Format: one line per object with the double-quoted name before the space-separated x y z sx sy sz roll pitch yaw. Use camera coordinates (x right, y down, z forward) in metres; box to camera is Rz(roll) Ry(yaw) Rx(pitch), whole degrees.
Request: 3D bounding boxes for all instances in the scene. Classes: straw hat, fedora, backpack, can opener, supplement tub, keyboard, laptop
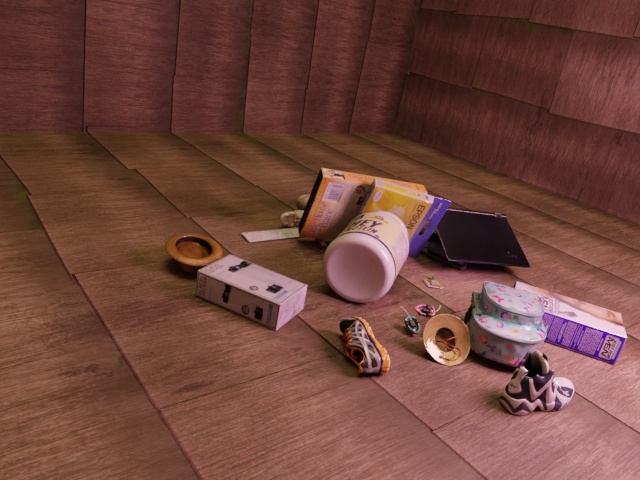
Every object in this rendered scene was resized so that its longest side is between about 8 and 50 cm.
"straw hat" 0.350 0.284 1.508 0.145 0.144 0.061 9 -17 -2
"fedora" -0.416 0.051 1.733 0.195 0.079 0.194 11 28 -6
"backpack" 0.541 0.247 1.549 0.225 0.191 0.253 15 28 11
"can opener" 0.442 0.055 2.120 0.284 0.076 0.095 26 60 33
"supplement tub" 0.165 0.041 1.782 0.236 0.235 0.325 16 26 15
"keyboard" -0.181 -0.023 2.087 0.256 0.014 0.072 -7 28 -34
"laptop" 0.576 -0.008 2.198 0.382 0.236 0.408 6 -7 -20

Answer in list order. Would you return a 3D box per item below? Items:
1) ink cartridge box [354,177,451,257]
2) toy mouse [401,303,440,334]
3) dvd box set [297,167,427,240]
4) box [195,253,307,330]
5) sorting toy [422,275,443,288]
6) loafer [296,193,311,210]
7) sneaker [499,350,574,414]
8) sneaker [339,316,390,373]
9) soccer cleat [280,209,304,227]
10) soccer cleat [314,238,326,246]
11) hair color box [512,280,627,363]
"ink cartridge box" 0.285 -0.061 1.976 0.307 0.303 0.072 17 39 -8
"toy mouse" 0.302 0.241 1.604 0.143 0.031 0.161 25 51 15
"dvd box set" 0.155 -0.113 2.028 0.421 0.307 0.062 7 43 -18
"box" -0.207 0.147 1.581 0.290 0.087 0.169 20 24 22
"sorting toy" 0.405 0.148 1.928 0.062 0.012 0.083 4 24 -12
"loafer" 0.028 -0.165 2.412 0.269 0.101 0.092 -10 30 -20
"sneaker" 0.572 0.347 1.348 0.235 0.153 0.094 0 26 -21
"sneaker" 0.100 0.276 1.417 0.083 0.084 0.215 -7 29 -25
"soccer cleat" -0.109 -0.095 2.230 0.076 0.068 0.196 21 18 36
"soccer cleat" 0.000 0.000 2.094 0.036 0.029 0.083 10 24 -23
"hair color box" 0.780 0.256 1.712 0.339 0.110 0.185 19 23 17
